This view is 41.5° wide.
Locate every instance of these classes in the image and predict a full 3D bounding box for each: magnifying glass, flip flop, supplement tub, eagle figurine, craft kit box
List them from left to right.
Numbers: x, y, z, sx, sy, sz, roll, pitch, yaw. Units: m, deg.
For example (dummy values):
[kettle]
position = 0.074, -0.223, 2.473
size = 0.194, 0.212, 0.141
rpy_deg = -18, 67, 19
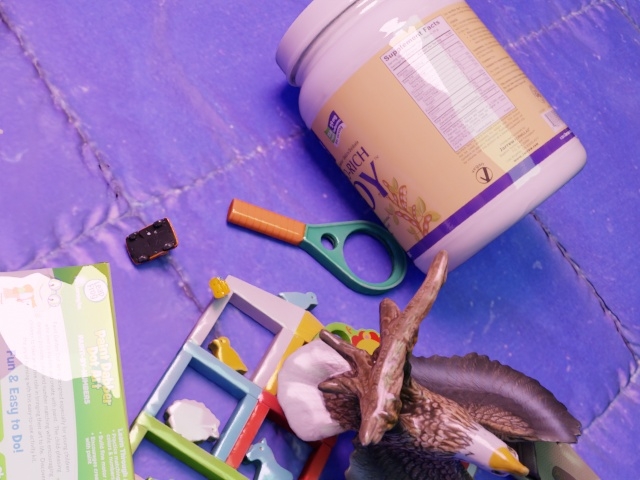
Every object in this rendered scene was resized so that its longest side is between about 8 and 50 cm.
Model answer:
[craft kit box]
position = -0.297, 0.149, 0.741
size = 0.246, 0.061, 0.250
rpy_deg = -5, 68, -17
[magnifying glass]
position = 0.000, 0.000, 1.006
size = 0.231, 0.026, 0.092
rpy_deg = 18, 59, -17
[supplement tub]
position = 0.125, -0.149, 1.013
size = 0.241, 0.241, 0.331
rpy_deg = -34, 83, -35
[eagle figurine]
position = 0.123, 0.194, 0.831
size = 0.298, 0.226, 0.225
rpy_deg = 47, 12, -42
[flip flop]
position = 0.243, 0.236, 0.974
size = 0.277, 0.080, 0.112
rpy_deg = 42, 54, -2

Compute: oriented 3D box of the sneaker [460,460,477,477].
[sneaker]
position = 0.122, 0.267, 0.920
size = 0.067, 0.042, 0.118
rpy_deg = 43, 48, -5

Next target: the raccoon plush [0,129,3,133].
[raccoon plush]
position = -0.492, -0.011, 0.707
size = 0.216, 0.299, 0.446
rpy_deg = 66, 16, 3

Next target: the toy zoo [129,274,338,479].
[toy zoo]
position = -0.068, 0.167, 0.881
size = 0.192, 0.030, 0.293
rpy_deg = 35, 55, -7

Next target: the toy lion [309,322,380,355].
[toy lion]
position = 0.039, 0.128, 0.921
size = 0.100, 0.034, 0.096
rpy_deg = 46, 47, 1

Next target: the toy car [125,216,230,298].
[toy car]
position = -0.151, 0.029, 0.902
size = 0.122, 0.060, 0.040
rpy_deg = 49, 10, 10
